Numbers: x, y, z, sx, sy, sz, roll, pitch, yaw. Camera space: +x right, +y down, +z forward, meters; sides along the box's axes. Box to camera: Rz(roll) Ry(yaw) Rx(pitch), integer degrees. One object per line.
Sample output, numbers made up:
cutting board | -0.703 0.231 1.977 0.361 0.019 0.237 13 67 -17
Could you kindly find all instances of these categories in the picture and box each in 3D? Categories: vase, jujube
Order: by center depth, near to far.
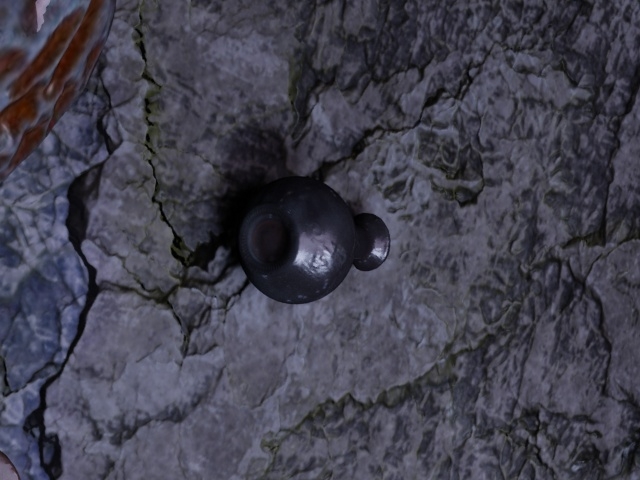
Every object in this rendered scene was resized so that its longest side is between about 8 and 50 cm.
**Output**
jujube | -0.289 -0.166 1.479 0.246 0.215 0.308 45 67 -36
vase | 0.000 0.000 1.831 0.183 0.120 0.120 1 97 -58

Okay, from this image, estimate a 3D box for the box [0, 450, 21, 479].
box | -0.390 0.302 1.459 0.239 0.229 0.339 0 97 -40
